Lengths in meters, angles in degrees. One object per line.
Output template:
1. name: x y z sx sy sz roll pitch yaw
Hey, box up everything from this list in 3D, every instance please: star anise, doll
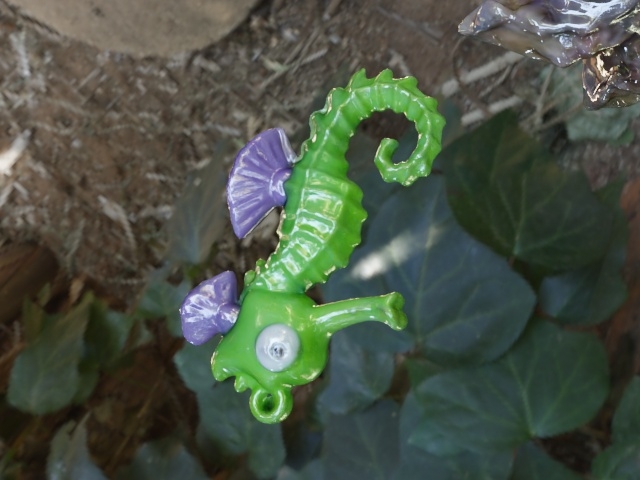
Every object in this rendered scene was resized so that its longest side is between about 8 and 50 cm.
1. star anise: 0.155 -0.130 0.505 0.197 0.073 0.212 -15 146 21
2. doll: 0.000 0.000 0.552 0.115 0.190 0.050 18 175 20
